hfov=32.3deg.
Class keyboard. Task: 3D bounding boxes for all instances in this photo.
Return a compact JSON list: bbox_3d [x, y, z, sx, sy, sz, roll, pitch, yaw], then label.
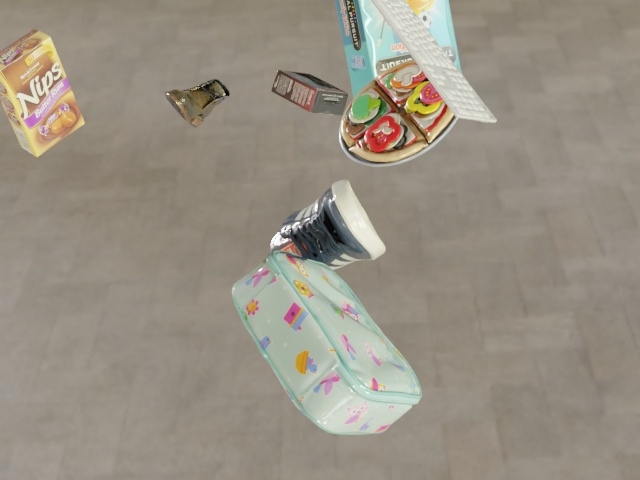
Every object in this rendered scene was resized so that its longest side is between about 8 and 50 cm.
[{"bbox_3d":[0.116,-0.230,1.286,0.072,0.014,0.256,7,44,-49],"label":"keyboard"}]

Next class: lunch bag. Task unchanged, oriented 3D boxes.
[{"bbox_3d":[0.012,0.138,1.554,0.224,0.108,0.279,15,35,-56],"label":"lunch bag"}]

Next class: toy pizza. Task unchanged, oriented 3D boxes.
[{"bbox_3d":[0.112,-0.190,1.578,0.201,0.032,0.201,-20,46,22],"label":"toy pizza"}]

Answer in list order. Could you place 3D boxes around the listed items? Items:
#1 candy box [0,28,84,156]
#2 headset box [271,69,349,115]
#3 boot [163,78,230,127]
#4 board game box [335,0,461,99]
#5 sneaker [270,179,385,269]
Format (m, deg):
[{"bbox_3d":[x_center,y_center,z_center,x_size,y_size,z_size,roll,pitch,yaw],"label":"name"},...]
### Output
[{"bbox_3d":[-0.478,-0.246,1.855,0.053,0.186,0.109,28,58,35],"label":"candy box"},{"bbox_3d":[-0.010,-0.185,1.396,0.083,0.032,0.062,32,22,37],"label":"headset box"},{"bbox_3d":[-0.244,-0.292,2.205,0.106,0.082,0.219,-40,-1,1],"label":"boot"},{"bbox_3d":[0.155,-0.479,2.292,0.254,0.336,0.079,-18,11,-37],"label":"board game box"},{"bbox_3d":[0.000,0.000,1.700,0.148,0.131,0.350,-27,-3,-5],"label":"sneaker"}]
